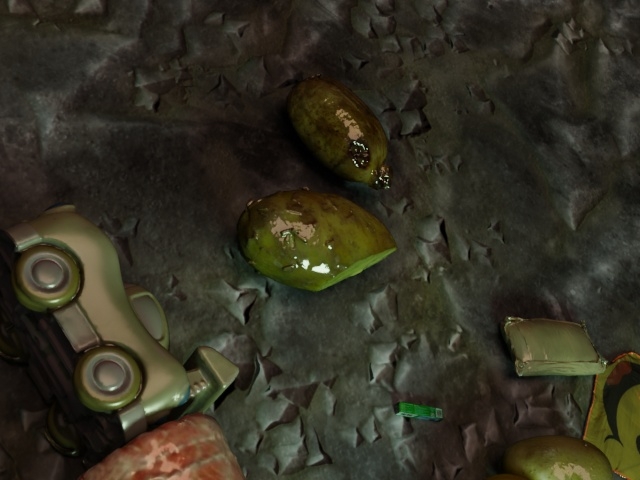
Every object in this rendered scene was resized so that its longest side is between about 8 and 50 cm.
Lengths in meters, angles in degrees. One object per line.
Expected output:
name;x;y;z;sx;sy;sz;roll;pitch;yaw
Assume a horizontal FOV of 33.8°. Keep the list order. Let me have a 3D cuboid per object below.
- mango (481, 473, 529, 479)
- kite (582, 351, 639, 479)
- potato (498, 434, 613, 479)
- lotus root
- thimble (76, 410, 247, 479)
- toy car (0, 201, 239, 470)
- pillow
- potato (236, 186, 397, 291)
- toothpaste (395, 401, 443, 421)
mango;0.263;0.444;1.640;0.195;0.098;0.137;-21;65;-2
kite;0.625;0.361;1.952;0.377;0.013;0.328;-14;68;-34
potato;0.388;0.392;1.735;0.193;0.157;0.157;19;52;3
lotus root;0.042;-0.194;1.927;0.260;0.128;0.145;52;42;9
thimble;-0.210;0.352;1.382;0.239;0.239;0.162;-22;70;-36
toy car;-0.302;0.126;1.467;0.226;0.242;0.336;-25;75;-34
pillow;0.420;0.194;1.923;0.208;0.053;0.119;4;55;-26
potato;0.000;0.000;1.772;0.298;0.141;0.176;2;69;-26
toothpaste;0.165;0.285;1.755;0.083;0.017;0.020;12;58;-21
